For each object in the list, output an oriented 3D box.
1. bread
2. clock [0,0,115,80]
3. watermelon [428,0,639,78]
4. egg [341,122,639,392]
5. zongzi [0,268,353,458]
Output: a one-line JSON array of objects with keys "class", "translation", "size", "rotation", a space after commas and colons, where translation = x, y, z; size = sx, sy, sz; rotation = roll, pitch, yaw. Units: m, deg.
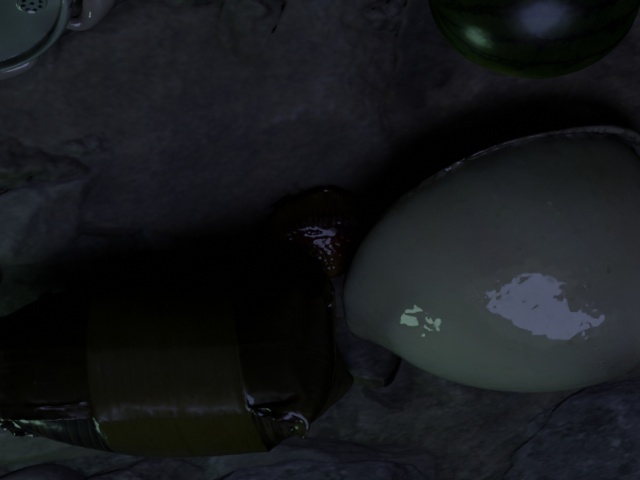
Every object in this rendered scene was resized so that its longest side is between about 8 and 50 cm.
[{"class": "bread", "translation": [0.000, 0.000, 1.432], "size": [0.085, 0.053, 0.085], "rotation": [-9, 142, -7]}, {"class": "clock", "translation": [-0.229, -0.171, 1.137], "size": [0.151, 0.062, 0.191], "rotation": [-30, 140, 20]}, {"class": "watermelon", "translation": [0.166, -0.181, 1.190], "size": [0.187, 0.140, 0.140], "rotation": [-7, 142, -14]}, {"class": "egg", "translation": [0.168, 0.044, 1.423], "size": [0.286, 0.174, 0.264], "rotation": [-17, 150, -6]}, {"class": "zongzi", "translation": [-0.121, 0.119, 1.503], "size": [0.289, 0.154, 0.317], "rotation": [-1, 167, 7]}]
